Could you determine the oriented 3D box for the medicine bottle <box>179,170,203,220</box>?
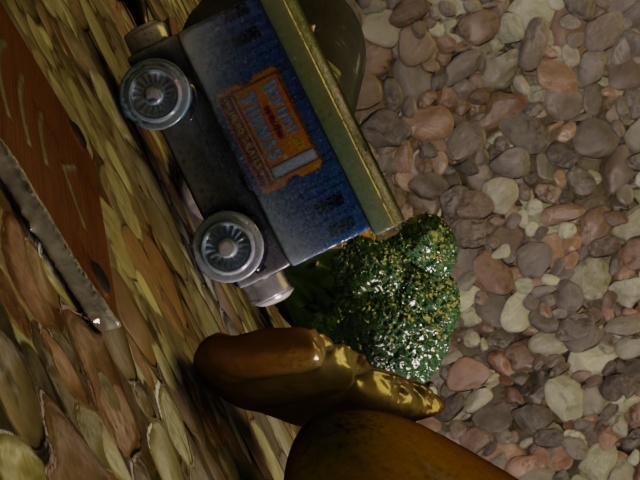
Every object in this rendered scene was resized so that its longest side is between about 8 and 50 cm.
[{"bbox_3d":[-0.110,-0.073,1.843,0.079,0.079,0.140,63,3,-16],"label":"medicine bottle"}]

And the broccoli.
[{"bbox_3d":[0.033,0.067,2.000,0.254,0.269,0.269,69,-2,-57],"label":"broccoli"}]

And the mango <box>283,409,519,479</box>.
[{"bbox_3d":[0.106,0.285,1.385,0.378,0.221,0.264,51,13,-26],"label":"mango"}]

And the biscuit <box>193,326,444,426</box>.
[{"bbox_3d":[-0.015,0.111,1.381,0.299,0.154,0.045,31,59,-61],"label":"biscuit"}]

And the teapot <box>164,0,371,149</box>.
[{"bbox_3d":[-0.069,-0.182,2.205,0.300,0.253,0.344,26,27,-24],"label":"teapot"}]

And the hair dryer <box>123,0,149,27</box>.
[{"bbox_3d":[-0.231,-0.285,2.115,0.083,0.031,0.079,-39,112,-73],"label":"hair dryer"}]

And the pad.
[{"bbox_3d":[-0.207,-0.108,1.122,0.284,0.018,0.286,62,2,-29],"label":"pad"}]

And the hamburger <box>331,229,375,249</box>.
[{"bbox_3d":[0.000,0.000,2.391,0.162,0.162,0.115,64,5,-9],"label":"hamburger"}]

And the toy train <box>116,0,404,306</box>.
[{"bbox_3d":[-0.062,-0.096,1.688,0.300,0.202,0.131,64,4,-3],"label":"toy train"}]
